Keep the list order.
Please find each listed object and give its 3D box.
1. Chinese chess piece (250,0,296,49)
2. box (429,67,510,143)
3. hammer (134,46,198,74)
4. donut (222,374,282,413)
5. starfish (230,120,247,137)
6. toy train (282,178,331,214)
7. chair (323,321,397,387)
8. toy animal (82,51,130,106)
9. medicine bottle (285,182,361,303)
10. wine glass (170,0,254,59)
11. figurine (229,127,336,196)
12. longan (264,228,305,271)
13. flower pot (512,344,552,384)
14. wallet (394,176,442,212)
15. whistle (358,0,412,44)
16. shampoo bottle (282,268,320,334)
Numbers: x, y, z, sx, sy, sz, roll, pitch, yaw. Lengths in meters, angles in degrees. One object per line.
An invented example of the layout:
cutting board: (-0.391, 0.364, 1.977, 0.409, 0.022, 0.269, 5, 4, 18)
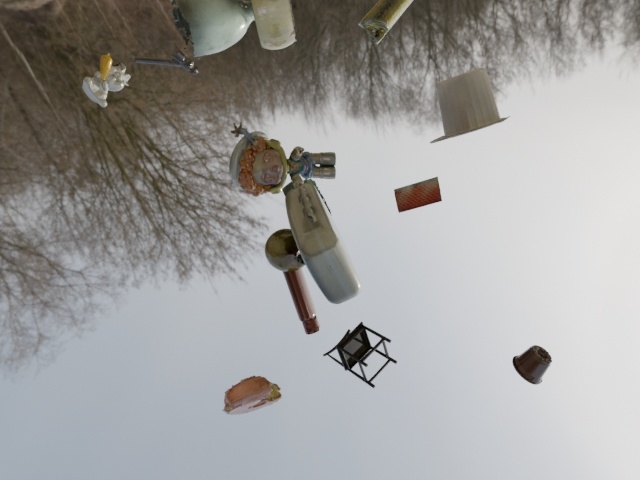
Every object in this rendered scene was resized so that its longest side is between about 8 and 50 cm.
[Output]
Chinese chess piece: (-0.134, -0.642, 1.126, 0.104, 0.258, 0.257, -12, -149, -1)
box: (0.514, -0.498, 1.581, 0.290, 0.207, 0.262, -18, -169, -2)
hammer: (-0.333, -0.376, 0.891, 0.178, 0.065, 0.021, 17, -101, 28)
donut: (-0.247, 0.545, 1.505, 0.198, 0.233, 0.085, -21, -117, -3)
starfish: (-0.394, -0.533, 2.060, 0.078, 0.091, 0.028, 31, -146, -5)
toy train: (-0.059, -0.145, 1.959, 0.138, 0.331, 0.178, -34, 160, 25)
chair: (0.132, 0.395, 1.572, 0.154, 0.142, 0.260, -37, -143, -27)
toy animal: (-0.693, -0.538, 1.399, 0.127, 0.131, 0.182, 11, -129, 39)
medicine bottle: (0.000, 0.000, 1.248, 0.122, 0.282, 0.375, -28, -149, 4)
wine glass: (-0.294, -0.712, 1.361, 0.356, 0.191, 0.190, -26, -147, -17)
figurine: (-0.137, -0.260, 1.564, 0.381, 0.225, 0.205, 13, -160, -10)
longan: (-0.104, 0.037, 1.426, 0.154, 0.145, 0.176, -18, -148, -35)
flower pot: (0.698, 0.396, 1.393, 0.111, 0.089, 0.111, 17, -146, -12)
wallet: (0.393, -0.184, 1.738, 0.196, 0.103, 0.020, -14, 173, 37)
whistle: (0.206, -0.611, 1.061, 0.327, 0.068, 0.057, -53, -156, -18)
shampoo bottle: (-0.066, 0.209, 1.549, 0.064, 0.261, 0.102, -17, -173, 14)
